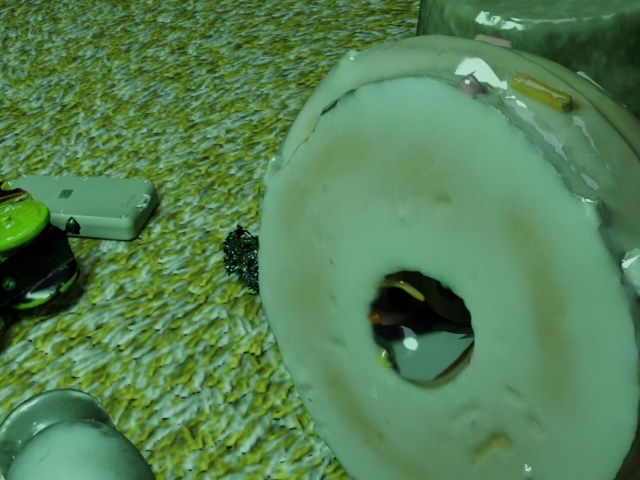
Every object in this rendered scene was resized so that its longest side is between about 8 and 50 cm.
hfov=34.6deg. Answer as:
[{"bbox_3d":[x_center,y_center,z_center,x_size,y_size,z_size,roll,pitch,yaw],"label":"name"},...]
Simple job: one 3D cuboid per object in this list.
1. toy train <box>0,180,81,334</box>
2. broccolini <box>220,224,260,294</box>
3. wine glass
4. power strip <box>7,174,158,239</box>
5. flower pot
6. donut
[{"bbox_3d":[-0.381,0.054,1.018,0.161,0.100,0.296,20,46,42],"label":"toy train"},{"bbox_3d":[-0.002,0.008,1.056,0.201,0.058,0.074,-9,49,-25],"label":"broccolini"},{"bbox_3d":[-0.175,0.203,0.770,0.111,0.111,0.204,-25,37,-19],"label":"wine glass"},{"bbox_3d":[-0.279,-0.040,1.167,0.192,0.035,0.081,3,40,16],"label":"power strip"},{"bbox_3d":[0.203,-0.087,0.891,0.294,0.330,0.293,-7,38,6],"label":"flower pot"},{"bbox_3d":[0.110,0.040,0.725,0.142,0.382,0.383,-20,36,-39],"label":"donut"}]
